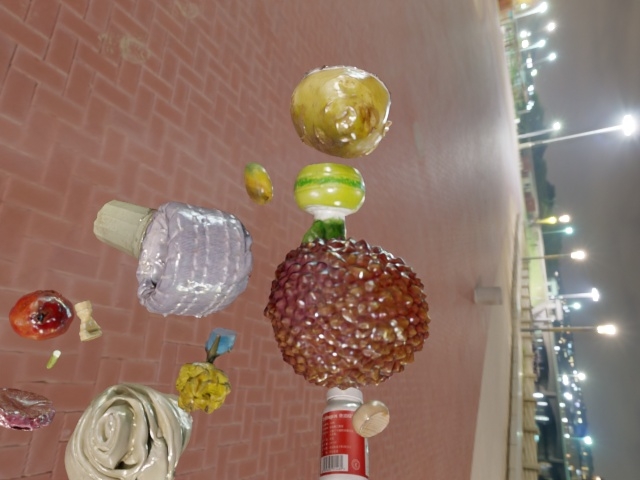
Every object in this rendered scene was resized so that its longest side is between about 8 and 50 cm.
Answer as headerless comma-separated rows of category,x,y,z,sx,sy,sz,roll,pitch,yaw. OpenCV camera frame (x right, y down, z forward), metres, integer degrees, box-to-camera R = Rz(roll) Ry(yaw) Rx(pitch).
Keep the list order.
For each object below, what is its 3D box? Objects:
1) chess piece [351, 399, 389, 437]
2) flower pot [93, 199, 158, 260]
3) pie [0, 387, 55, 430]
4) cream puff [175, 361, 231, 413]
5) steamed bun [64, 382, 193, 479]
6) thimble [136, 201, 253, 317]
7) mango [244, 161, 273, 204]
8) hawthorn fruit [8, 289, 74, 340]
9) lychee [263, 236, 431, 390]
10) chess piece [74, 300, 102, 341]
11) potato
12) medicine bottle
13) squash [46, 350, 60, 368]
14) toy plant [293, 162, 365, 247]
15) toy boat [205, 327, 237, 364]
chess piece,0.108,0.382,0.900,0.084,0.083,0.038,60,-7,-36
flower pot,-0.610,-0.041,1.386,0.212,0.202,0.212,23,90,-81
pie,-0.658,0.369,0.921,0.153,0.153,0.038,38,71,-54
cream puff,-0.295,0.371,1.026,0.116,0.146,0.146,-71,143,-50
steamed bun,-0.545,0.577,1.209,0.324,0.219,0.310,19,59,-12
thimble,-0.251,0.045,0.836,0.172,0.236,0.205,13,26,-35
mango,-0.252,-0.232,1.675,0.091,0.130,0.195,-8,52,-30
hawthorn fruit,-0.913,0.242,1.380,0.181,0.235,0.181,6,77,-26
lychee,0.044,0.139,0.828,0.306,0.330,0.306,-8,90,-74
chess piece,-0.760,0.261,1.365,0.066,0.066,0.122,-4,70,-63
potato,0.031,-0.327,1.162,0.246,0.299,0.196,48,48,-39
medicine bottle,0.063,0.535,1.128,0.250,0.131,0.131,-86,152,-42
squash,-1.062,0.477,1.667,0.027,0.083,0.027,32,16,-11
toy plant,0.018,-0.023,1.064,0.224,0.184,0.316,13,76,-59
toy boat,-0.278,0.290,1.157,0.185,0.075,0.077,130,-26,-82
